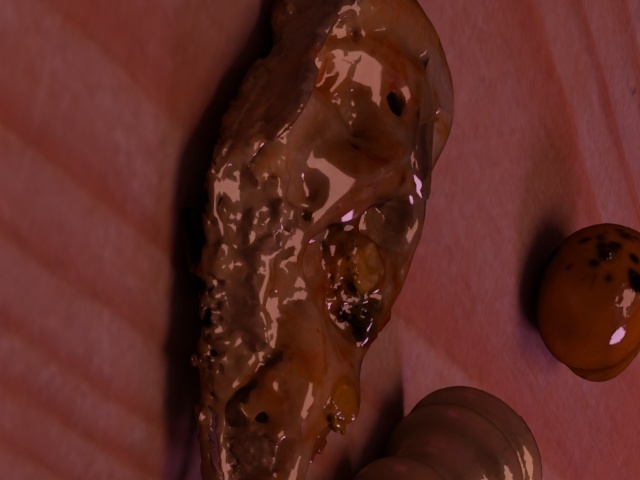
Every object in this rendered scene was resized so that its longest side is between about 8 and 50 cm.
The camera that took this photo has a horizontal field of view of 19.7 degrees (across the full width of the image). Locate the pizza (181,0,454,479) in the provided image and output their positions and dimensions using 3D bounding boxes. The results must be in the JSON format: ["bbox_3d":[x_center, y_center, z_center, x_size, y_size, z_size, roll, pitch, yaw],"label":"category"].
[{"bbox_3d":[-0.001,0.000,0.886,0.189,0.071,0.297,68,39,-54],"label":"pizza"}]

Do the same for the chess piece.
[{"bbox_3d":[0.057,0.156,1.067,0.170,0.094,0.094,-33,128,-57],"label":"chess piece"}]

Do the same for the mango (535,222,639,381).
[{"bbox_3d":[0.215,0.047,1.403,0.115,0.090,0.178,-68,160,-5],"label":"mango"}]
